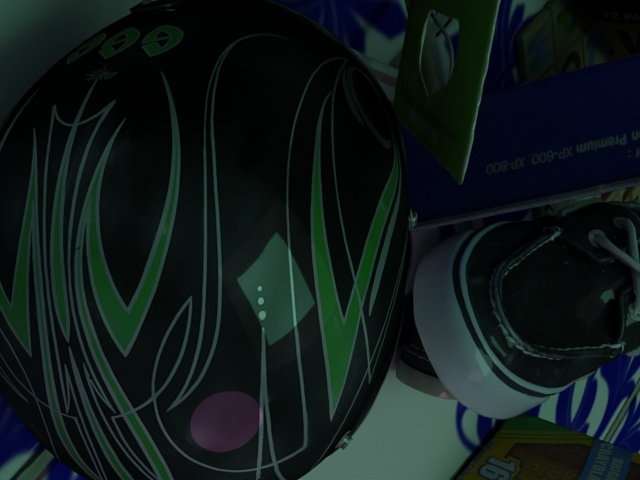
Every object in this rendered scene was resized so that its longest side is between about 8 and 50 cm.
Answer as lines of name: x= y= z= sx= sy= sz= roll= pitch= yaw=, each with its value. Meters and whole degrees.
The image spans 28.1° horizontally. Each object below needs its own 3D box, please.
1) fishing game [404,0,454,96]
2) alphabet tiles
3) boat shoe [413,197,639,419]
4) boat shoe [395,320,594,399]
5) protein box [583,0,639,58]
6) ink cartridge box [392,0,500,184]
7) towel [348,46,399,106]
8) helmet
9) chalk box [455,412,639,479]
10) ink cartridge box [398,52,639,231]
fishing game: x=0.074 y=-0.196 z=0.558 sx=0.189 sy=0.041 sz=0.264 roll=-95 pitch=-161 yaw=-46
alphabet tiles: x=0.201 y=-0.089 z=0.923 sx=0.198 sy=0.009 sz=0.237 roll=-46 pitch=136 yaw=-37
boat shoe: x=0.162 y=0.025 z=0.748 sx=0.301 sy=0.102 sz=0.108 roll=-5 pitch=70 yaw=-55
boat shoe: x=0.126 y=0.052 z=0.811 sx=0.206 sy=0.075 sz=0.065 roll=-7 pitch=111 yaw=-50
protein box: x=0.285 y=-0.210 z=0.864 sx=0.201 sy=0.135 sz=0.200 roll=32 pitch=70 yaw=-57
ink cartridge box: x=0.015 y=-0.165 z=0.459 sx=0.189 sy=0.097 sz=0.255 roll=-110 pitch=-152 yaw=-76
towel: x=0.000 y=0.000 z=0.646 sx=0.144 sy=0.029 sz=0.197 roll=9 pitch=95 yaw=-57
helmet: x=-0.047 y=0.010 z=0.463 sx=0.169 sy=0.169 sz=0.162 roll=64 pitch=35 yaw=-45
chalk box: x=0.193 y=0.228 z=0.851 sx=0.132 sy=0.213 sz=0.132 roll=-40 pitch=133 yaw=-41
ink cartridge box: x=0.154 y=-0.055 z=0.676 sx=0.371 sy=0.175 sz=0.069 roll=-16 pitch=93 yaw=-58
